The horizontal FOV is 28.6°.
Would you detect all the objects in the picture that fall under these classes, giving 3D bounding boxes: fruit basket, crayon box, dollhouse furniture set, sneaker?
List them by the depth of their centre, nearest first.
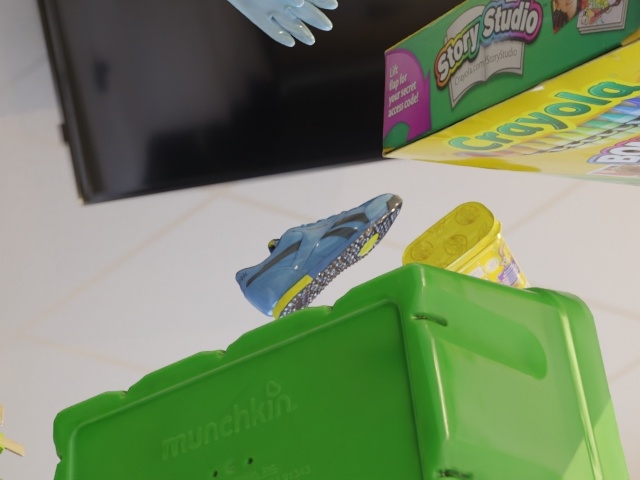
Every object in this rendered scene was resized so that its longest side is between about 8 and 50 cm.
[{"bbox_3d":[0.048,0.218,0.841,0.392,0.392,0.283,82,2,-57],"label":"fruit basket"},{"bbox_3d":[0.261,-0.123,0.932,0.363,0.313,0.106,160,-68,-67],"label":"crayon box"},{"bbox_3d":[0.000,0.000,1.339,0.082,0.209,0.069,42,-27,19],"label":"sneaker"},{"bbox_3d":[-0.399,0.269,1.547,0.076,0.058,0.152,-55,-158,11],"label":"dollhouse furniture set"}]

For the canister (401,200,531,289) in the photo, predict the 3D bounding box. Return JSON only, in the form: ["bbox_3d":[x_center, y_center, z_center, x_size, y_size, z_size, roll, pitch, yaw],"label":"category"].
[{"bbox_3d":[0.190,0.049,1.573,0.170,0.126,0.073,54,-3,-42],"label":"canister"}]

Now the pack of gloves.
[{"bbox_3d":[-0.044,-0.335,1.348,0.232,0.195,0.046,38,9,-11],"label":"pack of gloves"}]
